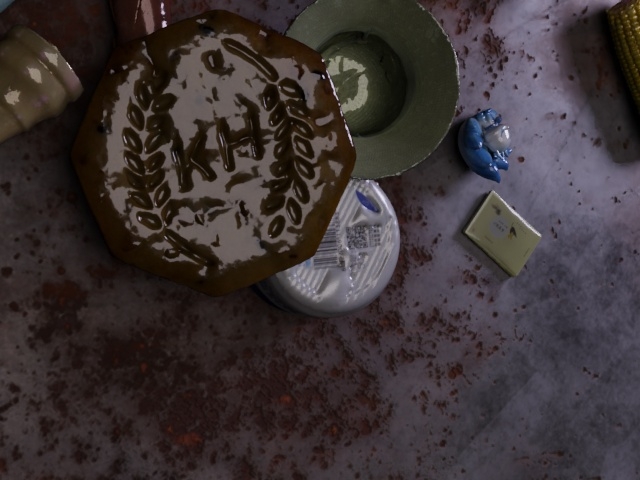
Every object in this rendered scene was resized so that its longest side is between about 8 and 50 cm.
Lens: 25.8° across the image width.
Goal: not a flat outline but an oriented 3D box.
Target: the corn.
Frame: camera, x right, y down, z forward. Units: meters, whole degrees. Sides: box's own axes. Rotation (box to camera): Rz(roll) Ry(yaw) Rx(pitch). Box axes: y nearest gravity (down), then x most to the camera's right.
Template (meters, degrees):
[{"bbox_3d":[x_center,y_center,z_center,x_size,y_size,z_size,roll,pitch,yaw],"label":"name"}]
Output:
[{"bbox_3d":[0.498,-0.249,2.101,0.081,0.081,0.248,-28,102,-22],"label":"corn"}]

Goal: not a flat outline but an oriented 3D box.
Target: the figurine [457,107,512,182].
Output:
[{"bbox_3d":[0.238,-0.131,1.979,0.114,0.079,0.114,49,30,-41],"label":"figurine"}]

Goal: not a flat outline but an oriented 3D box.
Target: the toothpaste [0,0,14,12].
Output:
[{"bbox_3d":[-0.336,-0.372,1.727,0.075,0.048,0.297,46,69,-16],"label":"toothpaste"}]

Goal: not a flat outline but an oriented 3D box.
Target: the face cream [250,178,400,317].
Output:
[{"bbox_3d":[0.000,0.000,1.853,0.206,0.111,0.205,0,89,-26],"label":"face cream"}]

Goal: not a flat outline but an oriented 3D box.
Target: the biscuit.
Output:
[{"bbox_3d":[-0.128,-0.106,1.721,0.359,0.046,0.359,-1,94,-13],"label":"biscuit"}]

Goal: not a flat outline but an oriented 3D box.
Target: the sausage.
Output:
[{"bbox_3d":[-0.211,-0.168,1.763,0.088,0.088,0.432,-10,95,-25],"label":"sausage"}]

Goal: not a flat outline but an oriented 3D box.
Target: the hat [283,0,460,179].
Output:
[{"bbox_3d":[0.043,-0.205,1.856,0.257,0.130,0.257,0,91,-19],"label":"hat"}]

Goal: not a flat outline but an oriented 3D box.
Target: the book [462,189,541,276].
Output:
[{"bbox_3d":[0.265,-0.009,2.029,0.111,0.014,0.077,40,74,-20],"label":"book"}]

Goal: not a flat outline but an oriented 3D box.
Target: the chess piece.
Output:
[{"bbox_3d":[-0.454,-0.080,1.641,0.397,0.117,0.117,-48,109,-15],"label":"chess piece"}]
